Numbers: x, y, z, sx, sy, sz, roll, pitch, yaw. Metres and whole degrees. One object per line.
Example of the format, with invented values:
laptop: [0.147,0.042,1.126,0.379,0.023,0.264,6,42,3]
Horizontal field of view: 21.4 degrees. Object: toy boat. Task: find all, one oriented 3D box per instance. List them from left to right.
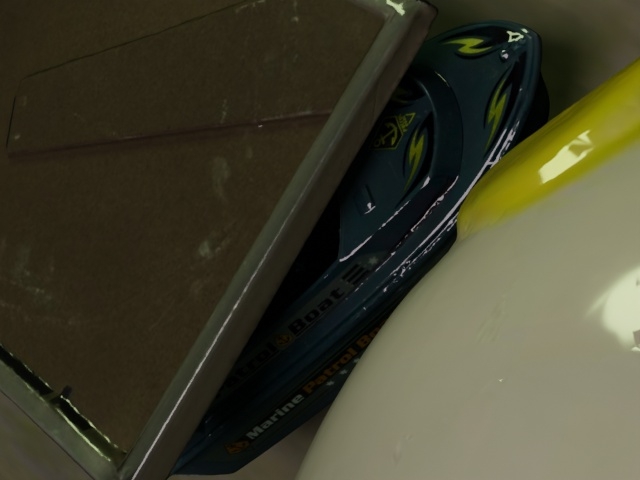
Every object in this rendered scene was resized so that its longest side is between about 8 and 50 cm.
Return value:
toy boat: [0.000,0.000,0.663,0.246,0.103,0.093,-42,47,31]

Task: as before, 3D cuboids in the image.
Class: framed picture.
framed picture: [-0.103,-0.049,0.705,0.289,0.016,0.213,32,92,43]

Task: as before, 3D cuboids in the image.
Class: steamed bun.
steamed bun: [0.131,0.139,0.437,0.334,0.334,0.374,33,124,31]
